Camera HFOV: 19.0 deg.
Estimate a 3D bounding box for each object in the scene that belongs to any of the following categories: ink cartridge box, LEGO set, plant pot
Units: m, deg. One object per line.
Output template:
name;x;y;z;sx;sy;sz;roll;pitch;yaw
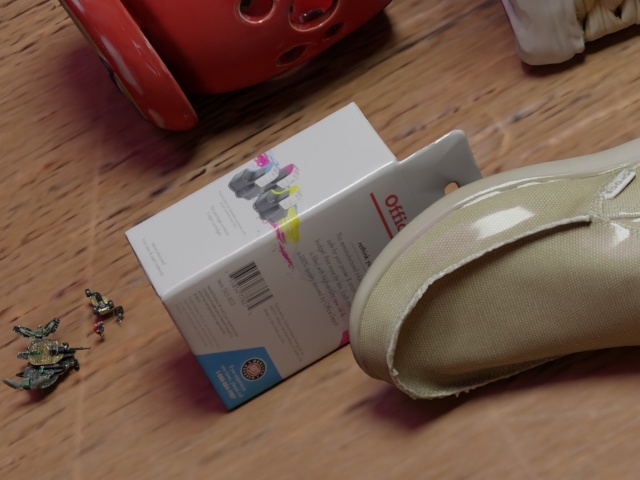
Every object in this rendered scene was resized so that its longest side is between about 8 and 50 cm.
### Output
ink cartridge box;0.000;0.000;1.040;0.181;0.104;0.061;-29;45;-3
LEGO set;-0.150;0.064;1.115;0.083;0.023;0.054;-26;46;-18
plant pot;-0.077;-0.177;1.175;0.174;0.191;0.191;-34;45;-4

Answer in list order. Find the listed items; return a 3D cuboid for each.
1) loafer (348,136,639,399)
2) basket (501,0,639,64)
loafer;0.142;0.012;0.967;0.268;0.102;0.092;-25;39;1
basket;0.176;-0.348;1.115;0.266;0.331;0.328;-18;46;6
